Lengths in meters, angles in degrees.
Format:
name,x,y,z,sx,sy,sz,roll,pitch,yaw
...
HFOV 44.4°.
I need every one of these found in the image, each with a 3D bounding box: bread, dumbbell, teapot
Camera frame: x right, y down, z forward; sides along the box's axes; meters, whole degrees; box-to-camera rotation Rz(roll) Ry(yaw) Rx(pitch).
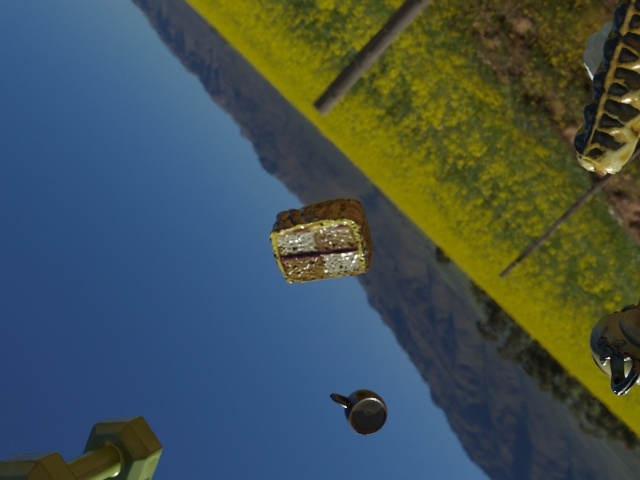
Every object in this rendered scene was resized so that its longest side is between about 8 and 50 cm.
name,x,y,z,sx,sy,sz,roll,pitch,yaw
bread,0.000,0.000,1.722,0.096,0.222,0.181,-76,-29,-52
dumbbell,-0.340,0.331,1.118,0.108,0.121,0.302,24,-173,15
teapot,0.708,0.231,1.766,0.173,0.182,0.269,27,-138,8
bread,0.395,-0.254,0.967,0.077,0.367,0.084,8,-154,-5
teapot,0.072,0.305,1.431,0.121,0.076,0.068,23,-176,-16

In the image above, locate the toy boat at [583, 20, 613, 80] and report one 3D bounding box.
name,x,y,z,sx,sy,sz,roll,pitch,yaw
toy boat,0.648,-0.311,1.535,0.290,0.199,0.100,31,162,12
